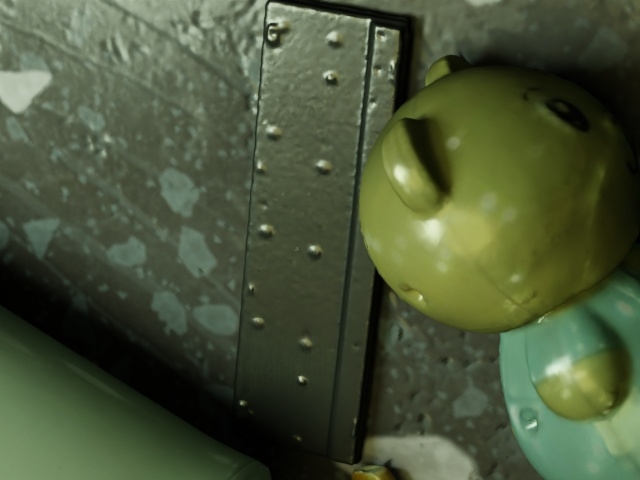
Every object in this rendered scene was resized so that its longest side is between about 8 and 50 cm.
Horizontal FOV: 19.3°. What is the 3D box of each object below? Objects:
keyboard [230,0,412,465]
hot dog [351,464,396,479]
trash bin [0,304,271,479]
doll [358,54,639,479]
[{"bbox_3d":[0.000,0.000,1.204,0.101,0.018,0.309,12,114,16],"label":"keyboard"},{"bbox_3d":[0.057,0.211,1.261,0.044,0.028,0.137,-5,108,49],"label":"hot dog"},{"bbox_3d":[-0.237,0.177,1.218,0.432,0.280,0.280,34,118,8],"label":"trash bin"},{"bbox_3d":[0.133,0.015,1.078,0.161,0.177,0.260,-32,102,26],"label":"doll"}]
